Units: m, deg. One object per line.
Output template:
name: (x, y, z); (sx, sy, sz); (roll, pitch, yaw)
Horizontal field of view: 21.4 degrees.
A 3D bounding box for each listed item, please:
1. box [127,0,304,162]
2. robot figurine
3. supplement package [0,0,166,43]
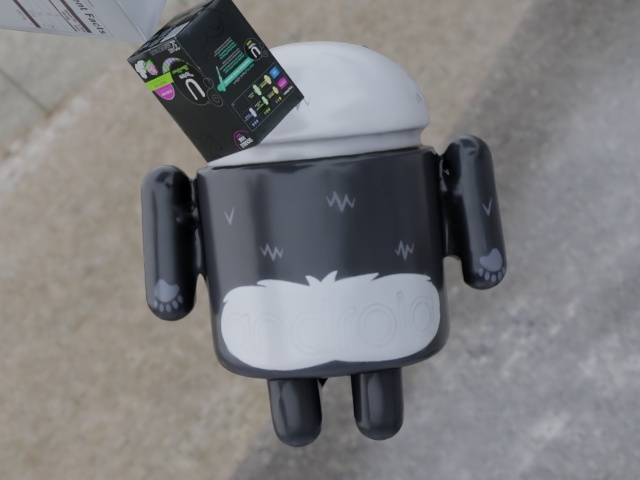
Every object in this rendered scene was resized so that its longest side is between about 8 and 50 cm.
box: (-0.064, -0.099, 1.034); (0.052, 0.083, 0.062); (-48, 20, -31)
robot figurine: (0.002, 0.000, 1.191); (0.209, 0.278, 0.174); (-9, 6, -38)
supplement package: (-0.164, -0.290, 1.061); (0.145, 0.204, 0.261); (9, 68, 24)
